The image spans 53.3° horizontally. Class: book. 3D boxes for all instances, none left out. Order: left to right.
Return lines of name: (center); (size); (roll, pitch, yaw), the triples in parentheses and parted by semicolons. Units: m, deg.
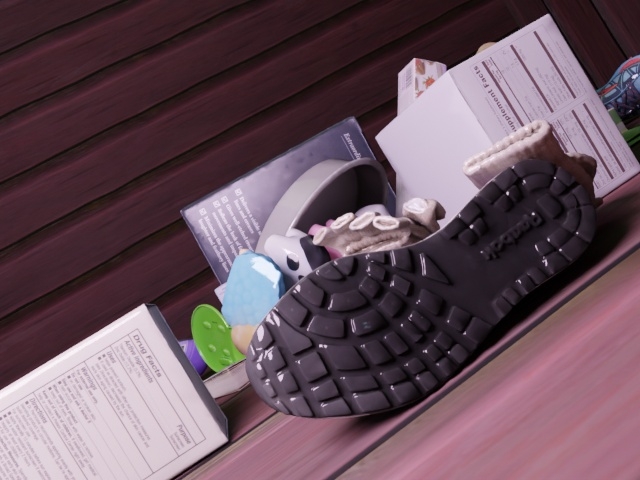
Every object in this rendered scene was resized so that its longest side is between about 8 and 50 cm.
book: (-0.128, 0.199, 0.951); (0.096, 0.035, 0.144); (-27, -4, -43)

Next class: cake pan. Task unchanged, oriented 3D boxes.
cake pan: (0.000, 0.000, 0.974); (0.293, 0.054, 0.293); (-42, -30, -32)

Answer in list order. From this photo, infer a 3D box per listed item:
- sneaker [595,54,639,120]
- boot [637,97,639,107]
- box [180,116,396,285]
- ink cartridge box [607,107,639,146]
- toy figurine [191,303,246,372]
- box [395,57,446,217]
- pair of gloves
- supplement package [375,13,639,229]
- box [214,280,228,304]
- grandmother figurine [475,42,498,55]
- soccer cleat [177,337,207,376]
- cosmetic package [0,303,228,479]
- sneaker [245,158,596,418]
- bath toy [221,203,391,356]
sneaker: (0.539, -0.236, 1.173); (0.125, 0.104, 0.262); (-53, 9, -35)
boot: (0.595, -0.252, 1.043); (0.114, 0.037, 0.106); (-35, 14, -8)
box: (-0.035, -0.028, 1.341); (0.396, 0.293, 0.212); (-28, 1, 2)
ink cartridge box: (0.432, -0.160, 1.022); (0.171, 0.056, 0.235); (-31, -2, -23)
toy figurine: (-0.120, 0.155, 1.159); (0.159, 0.130, 0.173); (-20, 15, -41)
box: (0.166, -0.138, 1.053); (0.063, 0.323, 0.067); (7, -15, -17)
pair of gloves: (0.137, -0.022, 0.599); (0.240, 0.042, 0.204); (-31, -30, 30)
supplement package: (0.212, -0.112, 0.798); (0.145, 0.204, 0.262); (-32, 1, -14)
box: (-0.087, 0.107, 1.060); (0.072, 0.137, 0.126); (-30, 1, 28)
grandmother figurine: (0.339, -0.211, 1.157); (0.104, 0.208, 0.342); (-66, -28, -18)
soccer cleat: (-0.305, 0.275, 1.110); (0.116, 0.108, 0.318); (2, 23, 46)
cosmetic package: (-0.263, 0.209, 0.629); (0.310, 0.160, 0.113); (-31, 0, -11)
sneaker: (0.076, 0.052, 0.487); (0.283, 0.107, 0.124); (-27, -14, -18)
bath toy: (0.025, 0.052, 0.865); (0.348, 0.129, 0.151); (-24, -43, -51)
